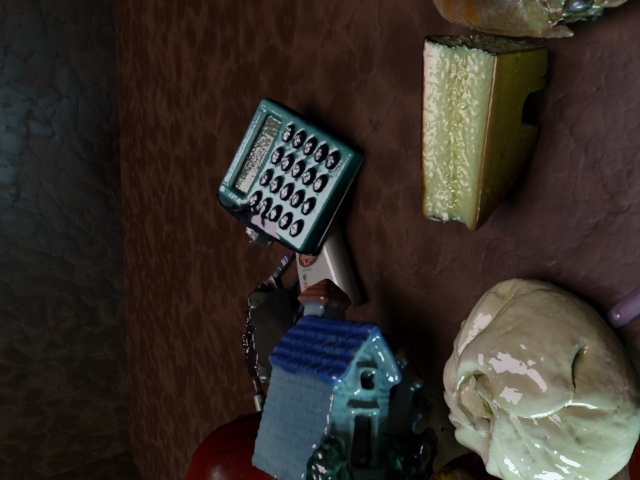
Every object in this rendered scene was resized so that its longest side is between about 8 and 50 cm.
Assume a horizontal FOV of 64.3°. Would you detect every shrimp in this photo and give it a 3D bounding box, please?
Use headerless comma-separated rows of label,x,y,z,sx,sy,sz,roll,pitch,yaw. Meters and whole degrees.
shrimp,0.243,-0.337,0.615,0.317,0.077,0.168,42,127,48

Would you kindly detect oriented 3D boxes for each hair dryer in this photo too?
hair dryer,-0.162,0.475,1.416,0.100,0.057,0.198,-51,50,46

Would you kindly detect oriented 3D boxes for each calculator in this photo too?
calculator,-0.073,-0.125,1.016,0.274,0.058,0.248,36,106,25

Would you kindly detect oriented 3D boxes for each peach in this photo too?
peach,-0.132,0.545,1.133,0.406,0.334,0.310,136,145,-56

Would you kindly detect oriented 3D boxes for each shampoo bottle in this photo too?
shampoo bottle,0.000,0.000,1.047,0.153,0.071,0.284,-15,86,54

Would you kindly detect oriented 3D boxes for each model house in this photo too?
model house,0.066,0.232,0.844,0.251,0.294,0.330,-11,66,49

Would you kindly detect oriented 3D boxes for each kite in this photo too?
kite,-0.096,0.143,1.267,0.204,0.022,0.360,61,142,25

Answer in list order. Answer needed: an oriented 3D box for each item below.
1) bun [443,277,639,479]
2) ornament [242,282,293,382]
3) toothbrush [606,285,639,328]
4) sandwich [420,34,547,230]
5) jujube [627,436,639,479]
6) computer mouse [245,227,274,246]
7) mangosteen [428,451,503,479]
bun,0.254,0.187,0.633,0.259,0.159,0.259,16,109,52
ornament,-0.151,0.233,1.294,0.260,0.106,0.251,172,92,-68
toothbrush,0.361,-0.006,0.458,0.354,0.029,0.024,101,157,-54
sandwich,0.202,-0.144,0.669,0.122,0.128,0.236,29,128,47
jujube,0.410,0.265,0.389,0.318,0.223,0.223,53,137,47
computer mouse,-0.098,-0.083,1.145,0.071,0.126,0.231,23,113,29
mangosteen,0.223,0.380,0.687,0.199,0.199,0.200,17,110,54
